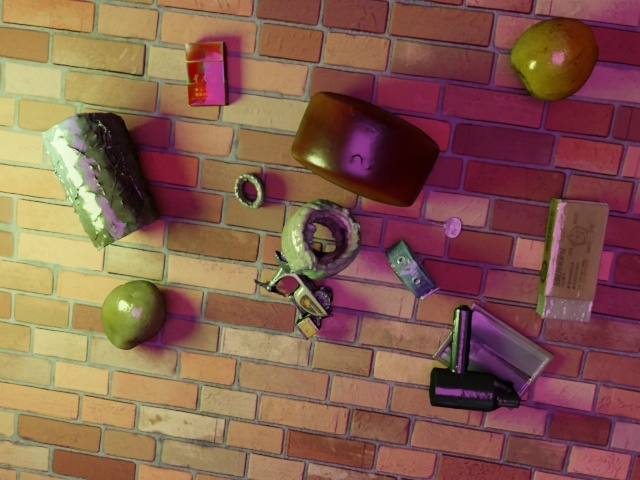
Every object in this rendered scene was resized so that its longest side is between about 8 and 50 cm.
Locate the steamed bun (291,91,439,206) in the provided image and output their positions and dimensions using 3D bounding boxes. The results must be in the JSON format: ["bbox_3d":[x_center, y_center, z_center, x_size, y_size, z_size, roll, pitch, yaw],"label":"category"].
[{"bbox_3d":[0.115,-0.243,1.544,0.380,0.248,0.234,25,99,1],"label":"steamed bun"}]

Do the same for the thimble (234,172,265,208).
[{"bbox_3d":[-0.201,-0.141,1.677,0.085,0.062,0.109,-26,96,6],"label":"thimble"}]

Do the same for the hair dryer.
[{"bbox_3d":[0.451,0.340,1.668,0.245,0.116,0.302,4,92,2],"label":"hair dryer"}]

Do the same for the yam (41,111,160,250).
[{"bbox_3d":[-0.599,-0.165,1.612,0.241,0.241,0.347,-20,98,7],"label":"yam"}]

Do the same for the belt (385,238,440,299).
[{"bbox_3d":[0.253,0.082,1.638,0.082,0.148,0.163,-37,66,12],"label":"belt"}]

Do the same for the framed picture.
[{"bbox_3d":[0.512,0.344,1.716,0.289,0.016,0.213,34,100,-1],"label":"framed picture"}]

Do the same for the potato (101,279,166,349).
[{"bbox_3d":[-0.557,0.221,1.716,0.178,0.160,0.235,49,118,35],"label":"potato"}]

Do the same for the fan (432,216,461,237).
[{"bbox_3d":[0.372,-0.033,1.677,0.080,0.003,0.060,-16,96,6],"label":"fan"}]

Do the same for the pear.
[{"bbox_3d":[0.611,-0.472,1.497,0.209,0.209,0.208,1,98,4],"label":"pear"}]

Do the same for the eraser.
[{"bbox_3d":[0.705,0.055,1.628,0.144,0.078,0.343,6,100,4],"label":"eraser"}]

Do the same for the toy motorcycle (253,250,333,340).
[{"bbox_3d":[-0.068,0.147,1.697,0.157,0.091,0.263,-39,93,12],"label":"toy motorcycle"}]

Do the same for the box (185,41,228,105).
[{"bbox_3d":[-0.321,-0.471,1.644,0.113,0.048,0.175,-1,98,5],"label":"box"}]

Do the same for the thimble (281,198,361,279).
[{"bbox_3d":[0.000,0.000,1.604,0.219,0.150,0.218,4,78,-18],"label":"thimble"}]
